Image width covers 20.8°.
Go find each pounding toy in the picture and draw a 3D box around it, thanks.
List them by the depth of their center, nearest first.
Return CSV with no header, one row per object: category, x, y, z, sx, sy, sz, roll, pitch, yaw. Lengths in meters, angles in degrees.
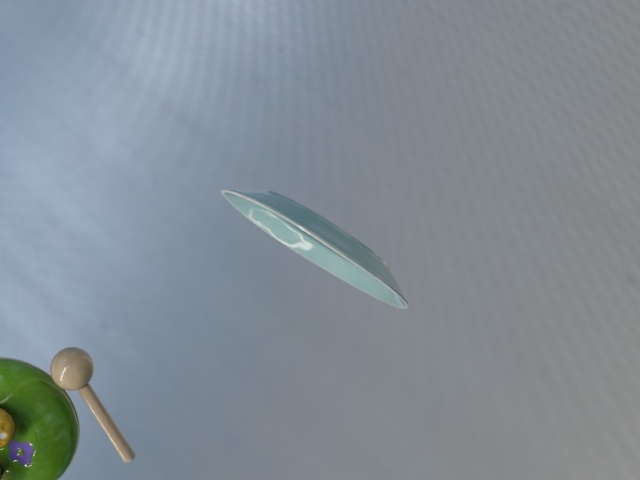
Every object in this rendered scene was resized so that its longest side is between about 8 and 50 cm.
pounding toy,-0.369,0.239,2.107,0.237,0.110,0.183,-16,107,15

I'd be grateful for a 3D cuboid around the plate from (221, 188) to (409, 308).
plate,0.000,0.000,1.484,0.188,0.024,0.188,32,173,4
